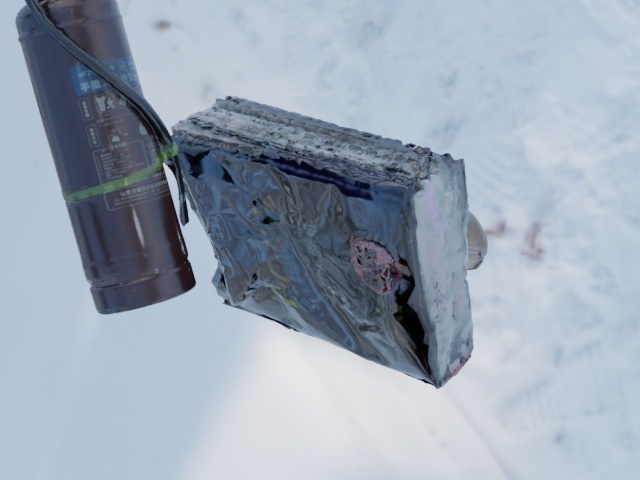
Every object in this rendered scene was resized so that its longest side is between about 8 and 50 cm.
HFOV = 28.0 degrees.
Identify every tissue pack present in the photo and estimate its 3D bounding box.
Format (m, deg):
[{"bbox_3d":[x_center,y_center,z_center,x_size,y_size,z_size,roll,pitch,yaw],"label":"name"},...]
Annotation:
[{"bbox_3d":[0.000,0.000,1.299,0.332,0.123,0.245,19,131,39],"label":"tissue pack"}]

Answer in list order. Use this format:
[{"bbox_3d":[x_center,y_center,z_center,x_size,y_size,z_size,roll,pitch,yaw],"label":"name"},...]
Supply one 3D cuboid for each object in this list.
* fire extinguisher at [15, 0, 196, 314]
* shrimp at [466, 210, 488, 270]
[{"bbox_3d":[-0.191,-0.113,1.159,0.105,0.141,0.341,-10,97,28],"label":"fire extinguisher"},{"bbox_3d":[0.104,-0.017,1.612,0.289,0.178,0.075,-9,47,49],"label":"shrimp"}]
